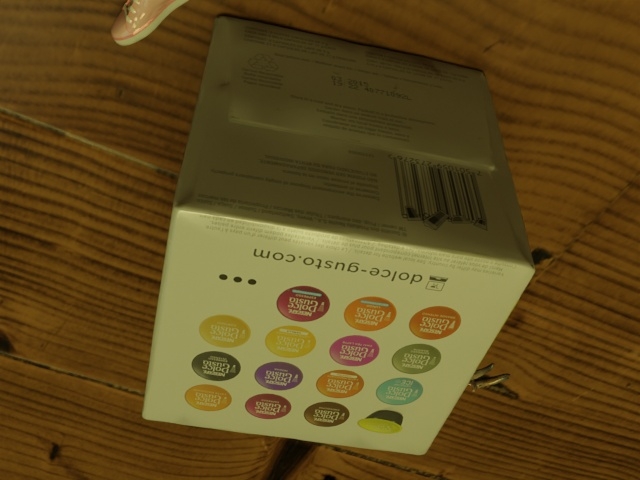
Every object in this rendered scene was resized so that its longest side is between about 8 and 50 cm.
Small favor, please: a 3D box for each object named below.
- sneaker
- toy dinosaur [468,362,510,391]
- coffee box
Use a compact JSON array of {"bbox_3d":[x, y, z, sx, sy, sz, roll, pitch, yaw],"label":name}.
[{"bbox_3d":[-0.187,-0.270,0.877,0.134,0.051,0.070,-31,141,16],"label":"sneaker"},{"bbox_3d":[0.206,0.100,1.134,0.127,0.200,0.296,3,133,-4],"label":"toy dinosaur"},{"bbox_3d":[0.000,0.000,0.944,0.337,0.338,0.334,10,133,-10],"label":"coffee box"}]
